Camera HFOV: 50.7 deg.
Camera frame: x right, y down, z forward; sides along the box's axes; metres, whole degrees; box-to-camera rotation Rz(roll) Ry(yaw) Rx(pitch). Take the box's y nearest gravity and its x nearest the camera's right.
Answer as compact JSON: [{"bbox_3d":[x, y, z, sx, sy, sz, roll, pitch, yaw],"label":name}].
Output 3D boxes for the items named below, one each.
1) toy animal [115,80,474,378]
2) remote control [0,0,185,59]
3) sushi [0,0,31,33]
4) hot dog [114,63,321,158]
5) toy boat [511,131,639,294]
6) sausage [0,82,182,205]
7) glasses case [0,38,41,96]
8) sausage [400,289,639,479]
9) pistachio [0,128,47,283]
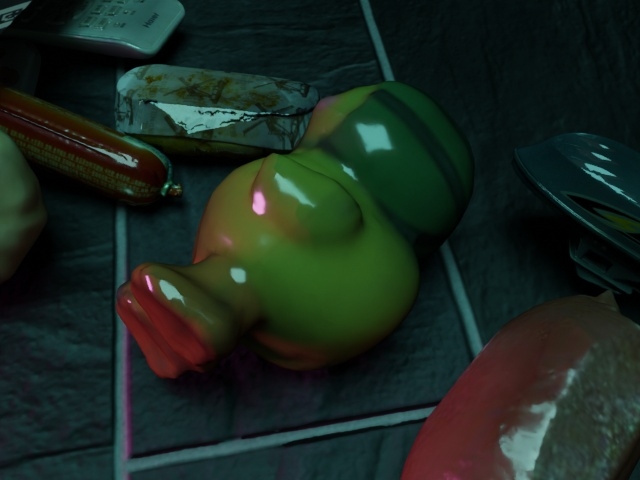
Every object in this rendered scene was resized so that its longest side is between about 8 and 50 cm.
[{"bbox_3d":[0.003,0.001,0.594,0.338,0.216,0.191,-41,91,-26],"label":"toy animal"},{"bbox_3d":[-0.333,-0.284,0.880,0.313,0.055,0.109,11,53,15],"label":"remote control"},{"bbox_3d":[-0.423,-0.249,0.786,0.264,0.050,0.290,2,47,19],"label":"sushi"},{"bbox_3d":[-0.112,-0.145,0.766,0.253,0.069,0.131,6,45,3],"label":"hot dog"},{"bbox_3d":[0.307,-0.007,0.619,0.296,0.122,0.114,31,40,9],"label":"toy boat"},{"bbox_3d":[-0.267,-0.100,0.719,0.264,0.083,0.083,23,59,3],"label":"sausage"},{"bbox_3d":[-0.381,-0.179,0.812,0.063,0.041,0.164,0,59,0],"label":"glasses case"},{"bbox_3d":[0.168,0.145,0.516,0.148,0.148,0.254,29,63,20],"label":"sausage"},{"bbox_3d":[-0.415,-0.052,0.651,0.318,0.214,0.193,17,101,22],"label":"pistachio"}]
